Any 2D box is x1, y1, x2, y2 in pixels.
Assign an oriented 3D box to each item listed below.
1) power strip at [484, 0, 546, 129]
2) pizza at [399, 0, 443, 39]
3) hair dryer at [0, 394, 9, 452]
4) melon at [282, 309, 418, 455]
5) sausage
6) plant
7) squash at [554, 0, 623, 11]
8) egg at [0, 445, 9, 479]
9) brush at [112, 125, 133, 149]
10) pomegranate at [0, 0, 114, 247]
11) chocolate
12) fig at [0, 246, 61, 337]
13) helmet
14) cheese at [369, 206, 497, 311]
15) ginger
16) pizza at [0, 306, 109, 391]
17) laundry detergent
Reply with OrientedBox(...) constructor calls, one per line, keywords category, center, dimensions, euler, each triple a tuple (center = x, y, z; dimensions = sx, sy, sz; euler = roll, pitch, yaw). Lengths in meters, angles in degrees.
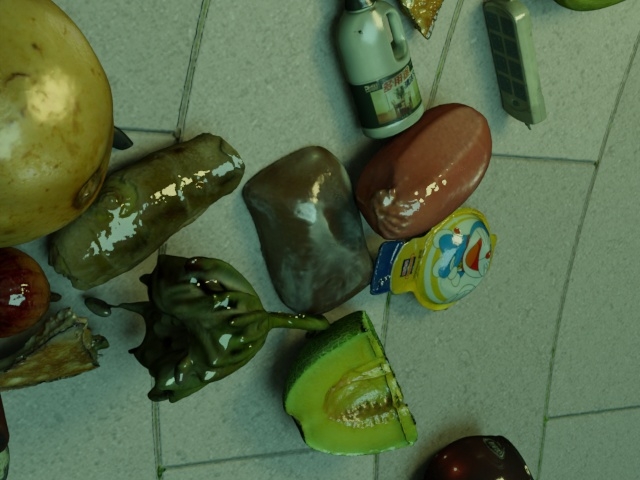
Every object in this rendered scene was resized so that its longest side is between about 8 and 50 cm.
OrientedBox(category="power strip", center=(0.290, -0.259, 1.582), dimensions=(0.029, 0.080, 0.227), euler=(-30, 125, -17))
OrientedBox(category="pizza", center=(0.145, -0.368, 1.461), dimensions=(0.184, 0.036, 0.176), euler=(-31, 127, -22))
OrientedBox(category="hair dryer", center=(-0.484, 0.149, 1.137), dimensions=(0.340, 0.313, 0.123), euler=(-33, 145, 12))
OrientedBox(category="melon", center=(0.026, 0.211, 1.601), dimensions=(0.169, 0.129, 0.265), euler=(-23, 129, 2))
OrientedBox(category="sausage", center=(0.149, -0.098, 1.511), dimensions=(0.254, 0.148, 0.148), euler=(-40, 129, -24))
OrientedBox(category="plant", center=(-0.094, 0.079, 1.369), dimensions=(0.333, 0.251, 0.180), euler=(-18, 92, -36))
OrientedBox(category="squash", center=(0.427, -0.417, 1.575), dimensions=(0.247, 0.132, 0.133), euler=(-25, 123, -22))
OrientedBox(category="egg", center=(-0.444, 0.273, 1.288), dimensions=(0.132, 0.132, 0.172), euler=(-17, 133, -28))
OrientedBox(category="brush", center=(-0.298, -0.156, 1.264), dimensions=(0.193, 0.016, 0.063), euler=(34, 90, -39))
OrientedBox(category="pomegranate", center=(-0.344, -0.123, 1.070), dimensions=(0.307, 0.307, 0.307), euler=(-15, 119, -29))
OrientedBox(category="chocolate", center=(0.002, 0.000, 1.502), dimensions=(0.156, 0.080, 0.254), euler=(-31, 126, -20))
OrientedBox(category="fig", center=(-0.374, 0.074, 1.269), dimensions=(0.119, 0.119, 0.153), euler=(-39, 152, -14))
OrientedBox(category="helmet", center=(0.270, 0.436, 1.820), dimensions=(0.193, 0.189, 0.216), euler=(17, 105, -29))
OrientedBox(category="cheese", center=(0.178, 0.033, 1.635), dimensions=(0.270, 0.069, 0.177), euler=(-5, 116, -40))
OrientedBox(category="ginger", center=(-0.219, -0.040, 1.313), dimensions=(0.263, 0.109, 0.116), euler=(-34, 113, -18))
OrientedBox(category="pizza", center=(-0.331, 0.126, 1.297), dimensions=(0.185, 0.052, 0.195), euler=(-11, 158, -37))
OrientedBox(category="laundry detergent", center=(0.073, -0.254, 1.443), dimensions=(0.099, 0.070, 0.226), euler=(-27, 123, -12))
